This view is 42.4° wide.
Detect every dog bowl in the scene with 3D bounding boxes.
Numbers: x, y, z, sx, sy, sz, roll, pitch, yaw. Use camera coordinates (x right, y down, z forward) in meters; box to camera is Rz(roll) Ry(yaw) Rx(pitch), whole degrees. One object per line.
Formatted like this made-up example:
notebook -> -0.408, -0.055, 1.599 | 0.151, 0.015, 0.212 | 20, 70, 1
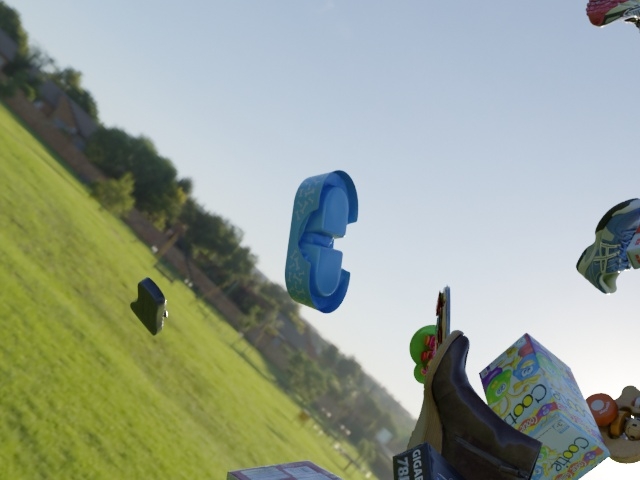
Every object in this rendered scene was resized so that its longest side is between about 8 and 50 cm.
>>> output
dog bowl -> 0.000, 0.000, 1.715 | 0.074, 0.298, 0.166 | 5, -5, 32

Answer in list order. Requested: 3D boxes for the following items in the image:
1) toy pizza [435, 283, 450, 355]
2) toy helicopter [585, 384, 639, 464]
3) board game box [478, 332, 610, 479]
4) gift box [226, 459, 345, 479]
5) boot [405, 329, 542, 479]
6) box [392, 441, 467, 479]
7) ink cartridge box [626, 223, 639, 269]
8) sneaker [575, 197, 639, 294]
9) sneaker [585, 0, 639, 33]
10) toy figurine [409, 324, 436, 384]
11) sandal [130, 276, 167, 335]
toy pizza -> 0.274, 0.199, 1.862 | 0.032, 0.201, 0.201 | 2, -15, 7
toy helicopter -> 0.826, 0.408, 1.977 | 0.140, 0.355, 0.235 | 55, -3, -30
board game box -> 0.428, 0.335, 1.616 | 0.142, 0.144, 0.275 | 38, 20, -17
gift box -> -0.061, 0.608, 1.674 | 0.255, 0.258, 0.276 | 5, 3, -34
boot -> 0.266, 0.290, 1.351 | 0.206, 0.249, 0.090 | 17, 2, 27
box -> 0.210, 0.482, 1.151 | 0.295, 0.073, 0.293 | 48, 25, -29
ink cartridge box -> 0.598, -0.019, 1.330 | 0.179, 0.145, 0.045 | -22, -78, 40
sneaker -> 0.537, 0.010, 1.484 | 0.211, 0.080, 0.081 | 97, -27, -47
sneaker -> 0.679, -0.479, 1.727 | 0.120, 0.299, 0.112 | 25, -55, 54
toy figurine -> 0.318, 0.330, 2.255 | 0.130, 0.173, 0.159 | 14, 3, -9
sandal -> -0.377, 0.150, 1.875 | 0.097, 0.054, 0.254 | 51, -27, 5
